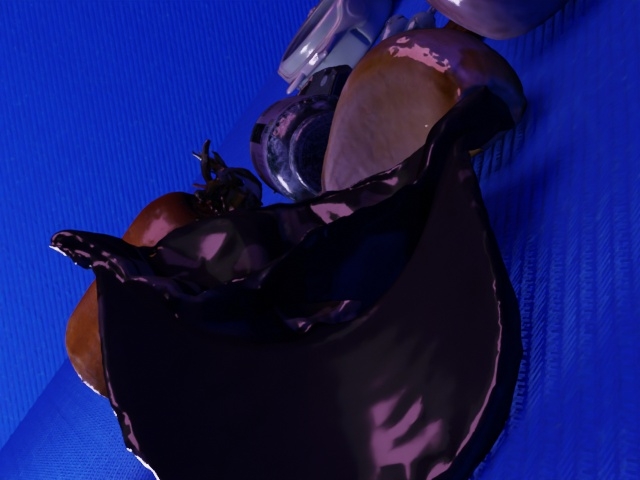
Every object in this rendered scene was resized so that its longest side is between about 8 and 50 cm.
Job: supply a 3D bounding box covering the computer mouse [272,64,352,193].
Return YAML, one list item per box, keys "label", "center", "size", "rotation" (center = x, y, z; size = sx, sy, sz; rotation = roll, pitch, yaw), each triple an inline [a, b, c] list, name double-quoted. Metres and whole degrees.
- label: "computer mouse"
  center: [-0.005, -0.168, 1.837]
  size: [0.126, 0.071, 0.231]
  rotation: [13, 76, 62]

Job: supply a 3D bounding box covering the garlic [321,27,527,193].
- label: "garlic"
  center: [0.086, -0.102, 1.113]
  size: [0.245, 0.145, 0.164]
  rotation: [-40, 32, 42]

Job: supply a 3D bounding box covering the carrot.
- label: "carrot"
  center: [-0.171, 0.042, 1.552]
  size: [0.331, 0.193, 0.214]
  rotation: [-55, -11, 19]

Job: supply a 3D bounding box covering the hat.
- label: "hat"
  center: [0.002, 0.066, 0.881]
  size: [0.366, 0.257, 0.381]
  rotation: [-17, 58, 5]

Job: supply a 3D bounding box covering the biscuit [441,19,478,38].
- label: "biscuit"
  center: [0.141, -0.215, 1.491]
  size: [0.188, 0.027, 0.188]
  rotation: [-52, 11, 14]

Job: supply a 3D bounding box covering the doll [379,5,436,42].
- label: "doll"
  center: [0.097, -0.234, 1.509]
  size: [0.159, 0.059, 0.158]
  rotation: [-43, 17, 49]

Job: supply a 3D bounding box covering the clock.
- label: "clock"
  center: [0.033, -0.396, 2.260]
  size: [0.265, 0.108, 0.324]
  rotation: [-40, 18, 44]

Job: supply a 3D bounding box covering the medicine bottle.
- label: "medicine bottle"
  center: [-0.006, -0.113, 1.485]
  size: [0.141, 0.141, 0.293]
  rotation: [-53, 11, -1]

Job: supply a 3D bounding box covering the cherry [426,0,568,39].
- label: "cherry"
  center: [0.199, -0.391, 1.187]
  size: [0.326, 0.291, 0.335]
  rotation: [-53, 17, 45]

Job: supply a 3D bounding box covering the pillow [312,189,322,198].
- label: "pillow"
  center: [0.000, 0.000, 1.295]
  size: [0.134, 0.078, 0.181]
  rotation: [-57, 9, -31]
